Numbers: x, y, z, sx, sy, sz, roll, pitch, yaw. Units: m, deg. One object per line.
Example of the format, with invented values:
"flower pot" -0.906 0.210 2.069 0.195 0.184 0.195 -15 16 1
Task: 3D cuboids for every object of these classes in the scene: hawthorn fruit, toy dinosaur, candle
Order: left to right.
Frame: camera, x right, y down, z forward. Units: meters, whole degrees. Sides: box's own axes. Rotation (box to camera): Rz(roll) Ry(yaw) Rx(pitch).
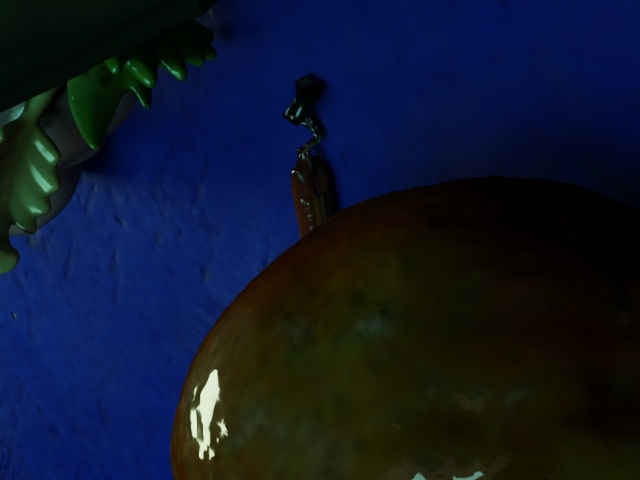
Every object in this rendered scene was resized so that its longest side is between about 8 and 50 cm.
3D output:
"toy dinosaur" -0.158 -0.070 0.746 0.152 0.194 0.177 40 118 1
"candle" -0.001 0.000 0.746 0.026 0.021 0.167 15 128 35
"hawthorn fruit" 0.075 0.062 0.593 0.262 0.210 0.210 -38 90 39

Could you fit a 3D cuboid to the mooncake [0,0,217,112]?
"mooncake" -0.161 -0.211 0.506 0.356 0.194 0.356 155 90 -88
